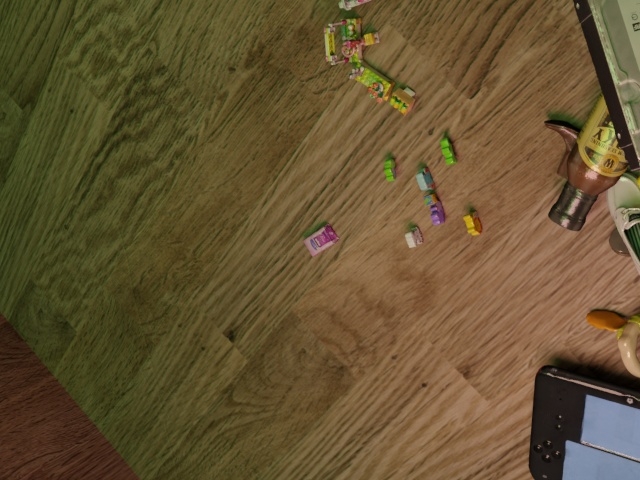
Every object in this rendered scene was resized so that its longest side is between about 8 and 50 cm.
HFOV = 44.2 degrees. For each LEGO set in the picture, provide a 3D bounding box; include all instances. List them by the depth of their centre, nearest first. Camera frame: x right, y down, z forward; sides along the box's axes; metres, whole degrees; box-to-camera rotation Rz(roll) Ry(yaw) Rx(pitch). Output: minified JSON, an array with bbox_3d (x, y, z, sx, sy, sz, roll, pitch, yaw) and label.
[{"bbox_3d":[0.089,-0.387,1.698,0.132,0.107,0.287,-19,96,36],"label":"LEGO set"}]

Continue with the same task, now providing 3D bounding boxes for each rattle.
[{"bbox_3d":[0.642,0.238,1.603,0.142,0.130,0.200,-17,125,47],"label":"rattle"}]

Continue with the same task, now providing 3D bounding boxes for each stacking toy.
[{"bbox_3d":[0.247,-0.100,1.744,0.166,0.052,0.221,-15,97,34],"label":"stacking toy"}]

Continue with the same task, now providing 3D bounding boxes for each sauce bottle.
[{"bbox_3d":[0.537,-0.178,1.474,0.111,0.111,0.345,30,117,20],"label":"sauce bottle"}]

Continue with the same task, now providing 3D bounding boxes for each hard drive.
[{"bbox_3d":[0.587,-0.310,1.327,0.236,0.064,0.339,-16,89,-2],"label":"hard drive"}]

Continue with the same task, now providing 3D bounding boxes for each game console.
[{"bbox_3d":[0.633,0.446,1.647,0.386,0.060,0.342,13,128,28],"label":"game console"}]

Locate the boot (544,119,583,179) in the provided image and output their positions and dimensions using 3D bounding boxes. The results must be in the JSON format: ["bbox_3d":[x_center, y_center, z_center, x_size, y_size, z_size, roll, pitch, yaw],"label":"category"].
[{"bbox_3d":[0.484,-0.176,1.569,0.106,0.037,0.114,22,122,23],"label":"boot"}]

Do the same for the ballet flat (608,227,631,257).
[{"bbox_3d":[0.682,0.009,1.503,0.249,0.058,0.084,2,77,26],"label":"ballet flat"}]

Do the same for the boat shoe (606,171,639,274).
[{"bbox_3d":[0.599,-0.034,1.475,0.083,0.075,0.226,-25,69,20],"label":"boat shoe"}]

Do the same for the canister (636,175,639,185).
[{"bbox_3d":[0.684,-0.136,1.431,0.126,0.073,0.170,42,123,13],"label":"canister"}]

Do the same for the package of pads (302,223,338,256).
[{"bbox_3d":[0.000,0.000,1.947,0.083,0.032,0.050,-33,91,37],"label":"package of pads"}]
